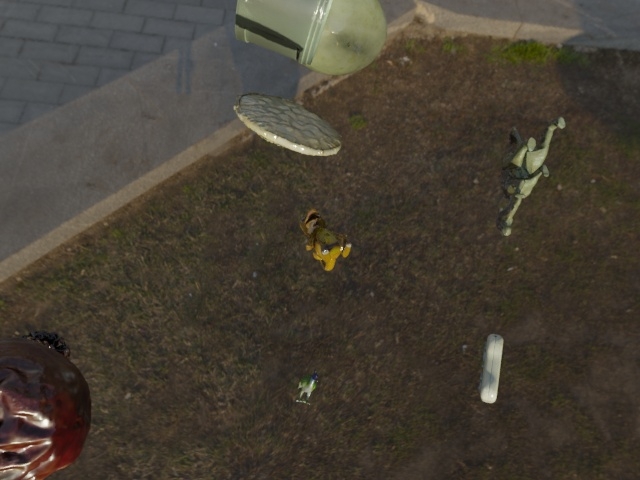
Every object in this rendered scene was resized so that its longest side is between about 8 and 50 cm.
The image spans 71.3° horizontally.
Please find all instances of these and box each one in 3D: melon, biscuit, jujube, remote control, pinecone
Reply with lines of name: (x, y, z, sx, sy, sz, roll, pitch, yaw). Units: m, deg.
melon: (0.038, -0.571, 1.188, 0.308, 0.272, 0.271, 23, 49, -47)
biscuit: (-0.040, -0.156, 0.587, 0.152, 0.020, 0.152, 19, 34, -13)
jujube: (-0.595, 0.304, 0.745, 0.377, 0.276, 0.276, -7, 63, -21)
remote control: (0.318, 0.238, 0.833, 0.032, 0.074, 0.122, 8, 68, 23)
pinecone: (-0.685, 0.288, 1.093, 0.141, 0.121, 0.140, 0, 86, 3)

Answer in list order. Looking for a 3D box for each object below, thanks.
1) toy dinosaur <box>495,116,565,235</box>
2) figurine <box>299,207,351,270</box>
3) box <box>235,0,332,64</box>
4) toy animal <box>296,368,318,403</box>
toy dinosaur: (0.447, -0.155, 0.998, 0.077, 0.162, 0.294, 27, 71, 0)
figurine: (-0.001, 0.001, 1.184, 0.122, 0.122, 0.176, -16, 53, -23)
box: (-0.053, -0.462, 0.831, 0.150, 0.226, 0.226, 19, 61, -7)
toy animal: (-0.044, 0.405, 1.205, 0.041, 0.217, 0.074, 16, 60, -6)
